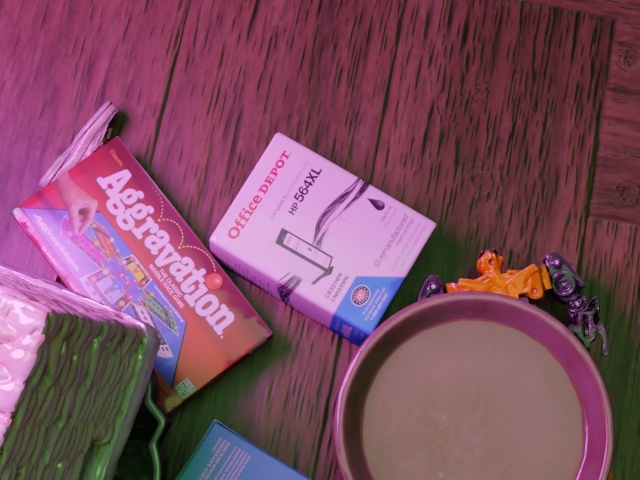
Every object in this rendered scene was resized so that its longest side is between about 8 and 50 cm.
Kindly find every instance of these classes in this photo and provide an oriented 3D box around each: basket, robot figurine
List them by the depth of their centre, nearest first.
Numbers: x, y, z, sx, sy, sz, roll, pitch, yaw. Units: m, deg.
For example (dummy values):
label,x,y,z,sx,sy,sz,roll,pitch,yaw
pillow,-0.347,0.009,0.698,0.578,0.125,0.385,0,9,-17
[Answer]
label,x,y,z,sx,sy,sz,roll,pitch,yaw
basket,-0.363,0.165,1.028,0.331,0.266,0.328,20,86,10
robot figurine,0.207,0.153,1.279,0.211,0.085,0.290,-10,77,-5

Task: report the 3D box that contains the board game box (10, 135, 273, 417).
label,x,y,z,sx,sy,sz,roll,pitch,yaw
board game box,-0.193,0.036,1.295,0.145,0.027,0.281,-37,80,-11

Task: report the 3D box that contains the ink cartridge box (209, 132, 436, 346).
label,x,y,z,sx,sy,sz,roll,pitch,yaw
ink cartridge box,0.000,0.000,1.310,0.203,0.086,0.148,30,77,5

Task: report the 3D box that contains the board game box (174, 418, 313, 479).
label,x,y,z,sx,sy,sz,roll,pitch,yaw
board game box,-0.024,0.361,1.094,0.336,0.079,0.253,30,64,7

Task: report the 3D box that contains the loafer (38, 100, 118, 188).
label,x,y,z,sx,sy,sz,roll,pitch,yaw
loafer,-0.264,-0.100,1.352,0.039,0.045,0.125,40,84,-10

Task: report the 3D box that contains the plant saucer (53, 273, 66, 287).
label,x,y,z,sx,sy,sz,roll,pitch,yaw
plant saucer,-0.209,0.067,1.315,0.169,0.029,0.168,1,76,-3

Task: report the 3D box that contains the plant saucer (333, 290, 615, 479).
label,x,y,z,sx,sy,sz,roll,pitch,yaw
plant saucer,0.153,0.189,1.208,0.278,0.041,0.277,-1,77,6

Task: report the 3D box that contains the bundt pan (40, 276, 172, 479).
label,x,y,z,sx,sy,sz,roll,pitch,yaw
bundt pan,-0.295,0.201,1.206,0.331,0.124,0.330,-1,82,11
